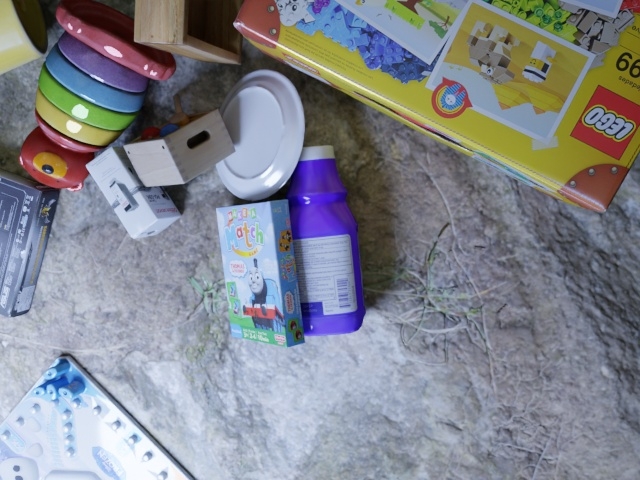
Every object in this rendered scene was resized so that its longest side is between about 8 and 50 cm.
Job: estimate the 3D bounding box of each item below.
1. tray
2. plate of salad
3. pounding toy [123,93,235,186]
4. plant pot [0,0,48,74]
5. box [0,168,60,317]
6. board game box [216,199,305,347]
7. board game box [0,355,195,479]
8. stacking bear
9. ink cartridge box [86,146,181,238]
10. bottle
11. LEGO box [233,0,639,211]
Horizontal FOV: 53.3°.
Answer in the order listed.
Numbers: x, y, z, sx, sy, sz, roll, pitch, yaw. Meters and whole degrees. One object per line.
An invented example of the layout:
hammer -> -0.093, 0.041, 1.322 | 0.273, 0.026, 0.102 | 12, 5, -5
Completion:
tray -> -0.158, -0.454, 0.832 | 0.076, 0.203, 0.410 | 8, 100, 12
plate of salad -> -0.092, -0.159, 0.973 | 0.200, 0.048, 0.199 | -3, 86, 41
pounding toy -> -0.214, -0.158, 0.968 | 0.130, 0.141, 0.100 | 2, 122, 44
plant pot -> -0.571, -0.344, 0.981 | 0.239, 0.254, 0.253 | -14, 92, -5
box -> -0.566, -0.006, 1.093 | 0.183, 0.056, 0.230 | 19, 98, 10
board game box -> -0.094, 0.048, 0.971 | 0.160, 0.039, 0.211 | -2, 95, 53
board game box -> -0.439, 0.469, 1.115 | 0.390, 0.050, 0.390 | 43, 101, 4
stacking bear -> -0.369, -0.205, 0.989 | 0.176, 0.164, 0.289 | 27, 113, -24
ink cartridge box -> -0.293, -0.077, 1.013 | 0.056, 0.099, 0.135 | -33, 89, 11
bottle -> 0.000, 0.000, 0.967 | 0.118, 0.092, 0.282 | -6, 94, 8
LEGO box -> 0.204, -0.318, 0.818 | 0.501, 0.193, 0.372 | 26, 99, 0
